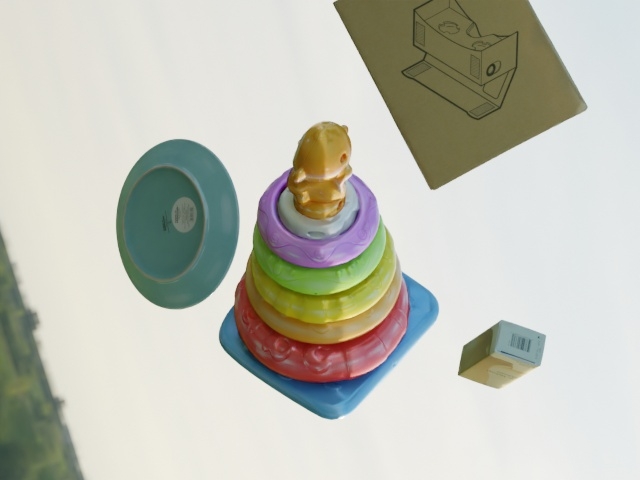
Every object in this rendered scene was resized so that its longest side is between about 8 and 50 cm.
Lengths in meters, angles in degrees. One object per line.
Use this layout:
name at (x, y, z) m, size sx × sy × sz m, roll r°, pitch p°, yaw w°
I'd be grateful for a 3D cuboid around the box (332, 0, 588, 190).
box at (0.130, -0.172, 1.450) m, size 0.201 × 0.164 × 0.021 m, roll 62°, pitch 6°, yaw 0°

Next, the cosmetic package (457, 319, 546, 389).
cosmetic package at (0.206, 0.132, 1.776) m, size 0.115 × 0.060 × 0.041 m, roll 129°, pitch -22°, yaw -65°

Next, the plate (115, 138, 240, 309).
plate at (-0.164, -0.018, 1.693) m, size 0.188 × 0.024 × 0.188 m, roll -2°, pitch -93°, yaw 39°

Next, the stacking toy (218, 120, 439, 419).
stacking toy at (0.000, 0.000, 1.352) m, size 0.166 × 0.175 × 0.301 m, roll 33°, pitch -28°, yaw 23°
